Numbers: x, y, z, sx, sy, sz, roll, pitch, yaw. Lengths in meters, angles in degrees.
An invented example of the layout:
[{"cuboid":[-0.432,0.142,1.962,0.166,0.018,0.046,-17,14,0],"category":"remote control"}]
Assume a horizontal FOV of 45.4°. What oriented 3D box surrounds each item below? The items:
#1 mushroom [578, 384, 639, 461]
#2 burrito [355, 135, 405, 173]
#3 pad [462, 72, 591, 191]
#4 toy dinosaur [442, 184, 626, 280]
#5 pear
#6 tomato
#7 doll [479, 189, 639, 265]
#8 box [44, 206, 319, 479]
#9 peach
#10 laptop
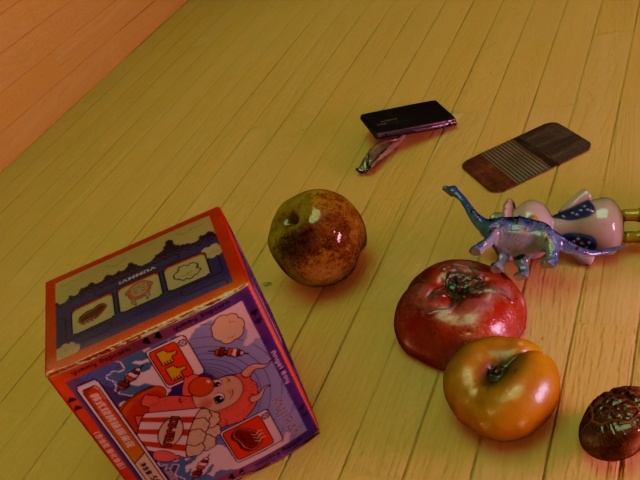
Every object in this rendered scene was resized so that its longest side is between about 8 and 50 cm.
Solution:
[{"cuboid":[0.416,0.251,1.060,0.109,0.084,0.126,10,41,38],"category":"mushroom"},{"cuboid":[0.148,-0.219,1.859,0.051,0.042,0.171,10,42,43],"category":"burrito"},{"cuboid":[0.418,-0.245,1.737,0.250,0.055,0.323,-26,53,-5],"category":"pad"},{"cuboid":[0.340,0.005,1.316,0.329,0.076,0.144,20,57,20],"category":"toy dinosaur"},{"cuboid":[0.000,0.000,1.534,0.198,0.197,0.197,-14,36,11],"category":"pear"},{"cuboid":[0.235,0.112,1.331,0.237,0.095,0.236,-14,36,10],"category":"tomato"},{"cuboid":[0.435,-0.023,1.386,0.293,0.138,0.119,-1,0,23],"category":"doll"},{"cuboid":[-0.219,0.194,1.242,0.319,0.348,0.257,-24,35,-6],"category":"box"},{"cuboid":[0.277,0.220,1.160,0.179,0.103,0.179,-12,35,9],"category":"peach"},{"cuboid":[0.215,-0.303,1.902,0.207,0.026,0.154,-11,33,-9],"category":"laptop"}]
